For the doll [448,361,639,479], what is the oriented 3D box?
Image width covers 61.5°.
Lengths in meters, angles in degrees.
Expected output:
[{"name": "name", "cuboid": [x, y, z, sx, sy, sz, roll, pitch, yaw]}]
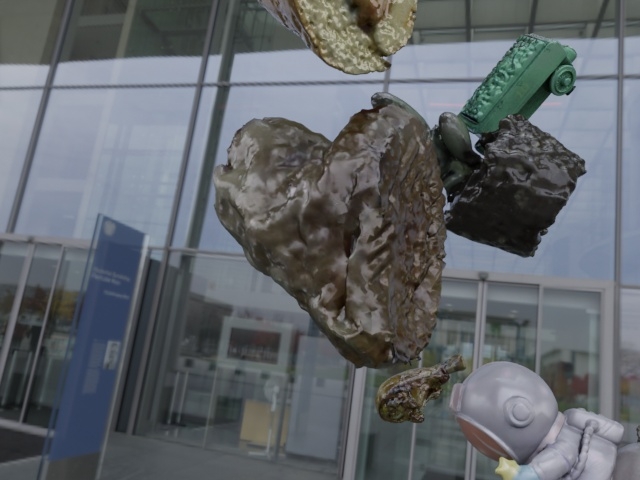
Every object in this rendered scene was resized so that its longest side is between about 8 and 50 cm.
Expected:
[{"name": "doll", "cuboid": [0.264, 0.224, 0.540, 0.287, 0.151, 0.151, 33, -4, 19]}]

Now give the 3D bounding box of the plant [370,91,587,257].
[{"name": "plant", "cuboid": [0.172, -0.097, 0.670, 0.275, 0.146, 0.149, 28, 37, 24]}]

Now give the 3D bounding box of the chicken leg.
[{"name": "chicken leg", "cuboid": [0.177, 0.253, 0.922, 0.178, 0.093, 0.070, -26, -42, -18]}]

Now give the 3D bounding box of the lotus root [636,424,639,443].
[{"name": "lotus root", "cuboid": [0.634, 0.303, 0.811, 0.183, 0.182, 0.310, 9, -27, -4]}]

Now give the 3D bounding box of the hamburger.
[{"name": "hamburger", "cuboid": [-0.011, -0.342, 0.559, 0.162, 0.329, 0.209, -15, 21, -26]}]

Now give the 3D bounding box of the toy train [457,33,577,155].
[{"name": "toy train", "cuboid": [0.256, -0.192, 0.705, 0.099, 0.172, 0.070, 30, 15, -33]}]

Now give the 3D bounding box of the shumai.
[{"name": "shumai", "cuboid": [0.002, -0.001, 0.463, 0.186, 0.218, 0.184, -9, -16, 32]}]
